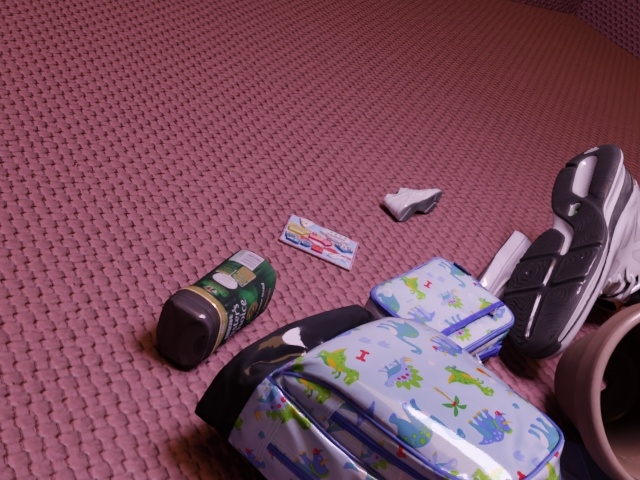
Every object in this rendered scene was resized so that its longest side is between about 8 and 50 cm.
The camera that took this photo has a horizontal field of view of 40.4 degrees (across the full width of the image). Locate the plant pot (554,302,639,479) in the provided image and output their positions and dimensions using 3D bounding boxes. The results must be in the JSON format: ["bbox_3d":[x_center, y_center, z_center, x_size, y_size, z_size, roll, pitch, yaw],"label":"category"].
[{"bbox_3d":[0.444,0.211,1.208,0.263,0.263,0.229,20,-6,-8],"label":"plant pot"}]

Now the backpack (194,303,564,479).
[{"bbox_3d":[0.092,0.229,0.970,0.290,0.273,0.355,-10,56,-53],"label":"backpack"}]

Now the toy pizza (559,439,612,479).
[{"bbox_3d":[0.356,0.344,1.149,0.201,0.032,0.201,20,26,-10],"label":"toy pizza"}]

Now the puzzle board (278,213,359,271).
[{"bbox_3d":[0.000,0.000,1.457,0.128,0.011,0.096,24,31,-2],"label":"puzzle board"}]

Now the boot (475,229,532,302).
[{"bbox_3d":[0.340,0.077,1.500,0.123,0.095,0.258,39,39,9],"label":"boot"}]

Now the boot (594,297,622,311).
[{"bbox_3d":[0.585,0.098,1.668,0.197,0.073,0.152,26,32,17],"label":"boot"}]

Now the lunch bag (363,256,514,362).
[{"bbox_3d":[0.180,0.121,1.316,0.219,0.090,0.176,-17,51,-44],"label":"lunch bag"}]

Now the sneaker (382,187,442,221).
[{"bbox_3d":[0.179,-0.082,1.669,0.061,0.054,0.152,39,34,28],"label":"sneaker"}]

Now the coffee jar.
[{"bbox_3d":[-0.136,0.087,1.142,0.079,0.096,0.184,30,31,15],"label":"coffee jar"}]

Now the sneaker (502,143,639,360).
[{"bbox_3d":[0.478,0.067,1.461,0.257,0.169,0.447,47,54,-21],"label":"sneaker"}]
